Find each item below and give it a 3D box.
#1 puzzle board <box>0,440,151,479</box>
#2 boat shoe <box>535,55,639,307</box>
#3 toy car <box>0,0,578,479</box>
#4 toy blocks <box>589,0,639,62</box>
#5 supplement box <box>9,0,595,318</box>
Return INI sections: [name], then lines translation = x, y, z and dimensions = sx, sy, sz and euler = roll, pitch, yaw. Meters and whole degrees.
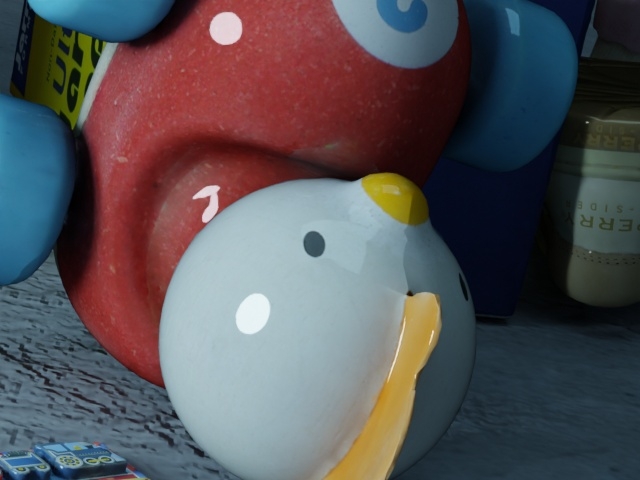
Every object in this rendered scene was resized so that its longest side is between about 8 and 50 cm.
[puzzle board]
translation = -0.097, 0.090, 0.633
dimensions = 0.128, 0.011, 0.096
euler = -2, 21, -41
[boat shoe]
translation = 0.165, -0.043, 1.130
dimensions = 0.121, 0.110, 0.341
euler = 5, 12, 13
[toy car]
translation = 0.000, 0.000, 0.718
dimensions = 0.219, 0.210, 0.238
euler = 17, 24, -31
[toy blocks]
translation = 0.082, -0.233, 1.382
dimensions = 0.309, 0.260, 0.288
euler = 31, 23, 28
[supplement box]
translation = -0.029, -0.114, 1.068
dimensions = 0.195, 0.194, 0.356
euler = 6, 16, -22
